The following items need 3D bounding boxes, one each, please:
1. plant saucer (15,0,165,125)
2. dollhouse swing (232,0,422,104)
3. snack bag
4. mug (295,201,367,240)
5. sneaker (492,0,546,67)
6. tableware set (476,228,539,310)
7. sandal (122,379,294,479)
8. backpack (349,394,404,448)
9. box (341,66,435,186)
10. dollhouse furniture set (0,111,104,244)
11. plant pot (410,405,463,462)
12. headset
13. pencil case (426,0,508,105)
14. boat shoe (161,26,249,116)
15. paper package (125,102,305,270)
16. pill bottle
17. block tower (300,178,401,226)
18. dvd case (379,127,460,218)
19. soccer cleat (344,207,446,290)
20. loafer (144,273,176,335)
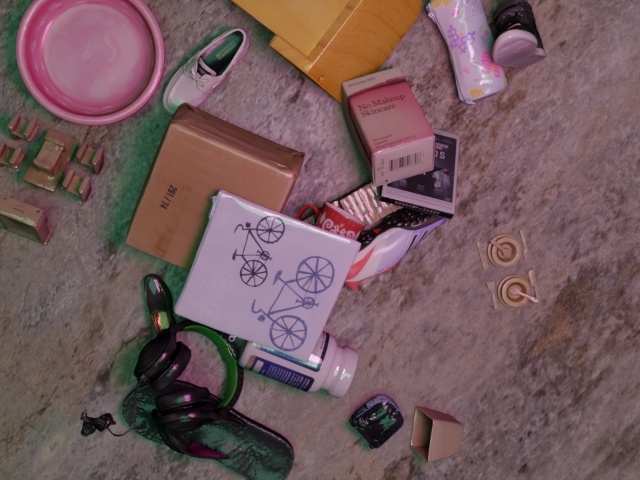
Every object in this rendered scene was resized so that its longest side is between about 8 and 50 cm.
[{"bbox_3d":[-0.525,-0.431,1.769,0.332,0.084,0.332,0,95,-4],"label":"plant saucer"},{"bbox_3d":[0.007,-0.567,1.758,0.305,0.315,0.346,41,98,24],"label":"dollhouse swing"},{"bbox_3d":[-0.125,0.087,1.688,0.343,0.037,0.323,20,108,-8],"label":"snack bag"},{"bbox_3d":[0.008,0.003,1.768,0.113,0.150,0.169,21,100,-43],"label":"mug"},{"bbox_3d":[0.436,-0.487,1.758,0.105,0.296,0.146,-22,85,27],"label":"sneaker"},{"bbox_3d":[0.480,0.079,1.919,0.128,0.039,0.194,-16,97,-3],"label":"tableware set"},{"bbox_3d":[-0.269,0.469,1.869,0.446,0.107,0.167,23,94,-6],"label":"sandal"},{"bbox_3d":[0.145,0.443,1.909,0.114,0.084,0.105,-39,98,5],"label":"backpack"},{"bbox_3d":[0.153,-0.263,1.756,0.149,0.126,0.232,-17,57,-5],"label":"box"},{"bbox_3d":[-0.649,-0.135,1.787,0.212,0.161,0.242,23,72,-6],"label":"dollhouse furniture set"},{"bbox_3d":[0.296,0.486,1.920,0.096,0.109,0.109,6,95,-17],"label":"plant pot"},{"bbox_3d":[-0.357,0.340,1.764,0.185,0.394,0.243,-27,89,42],"label":"headset"},{"bbox_3d":[0.350,-0.465,1.815,0.124,0.113,0.273,-25,98,-18],"label":"pencil case"},{"bbox_3d":[-0.269,-0.395,1.789,0.267,0.088,0.096,-40,98,0],"label":"boat shoe"},{"bbox_3d":[-0.242,-0.100,1.736,0.310,0.168,0.324,23,115,-5],"label":"paper package"},{"bbox_3d":[-0.052,0.277,1.843,0.265,0.153,0.153,23,94,-6],"label":"pill bottle"},{"bbox_3d":[0.045,-0.052,1.848,0.336,0.091,0.097,-28,98,-2],"label":"block tower"},{"bbox_3d":[0.238,-0.174,1.814,0.179,0.029,0.238,14,59,-6],"label":"dvd case"},{"bbox_3d":[0.179,0.006,1.870,0.318,0.108,0.116,-28,121,-5],"label":"soccer cleat"},{"bbox_3d":[-0.388,0.164,1.851,0.062,0.061,0.170,-19,97,-2],"label":"loafer"}]
